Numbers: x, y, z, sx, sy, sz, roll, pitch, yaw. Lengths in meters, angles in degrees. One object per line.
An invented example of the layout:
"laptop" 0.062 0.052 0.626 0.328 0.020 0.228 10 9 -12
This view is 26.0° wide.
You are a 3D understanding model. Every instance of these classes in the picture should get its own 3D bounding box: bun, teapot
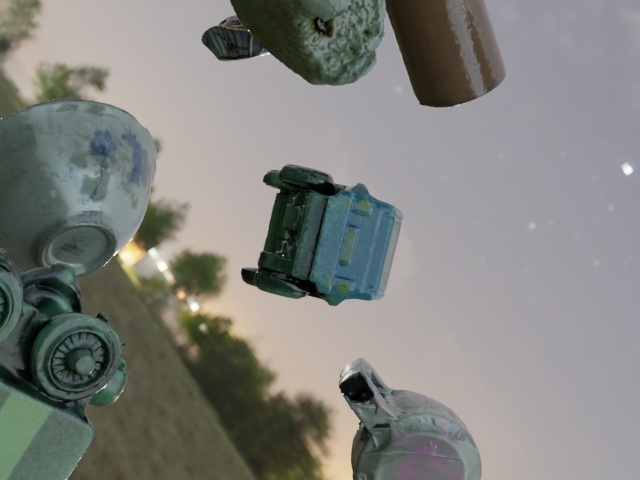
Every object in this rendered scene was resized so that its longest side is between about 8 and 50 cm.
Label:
"bun" -0.004 -0.272 1.517 0.204 0.126 0.212 42 -16 -2
"teapot" 0.092 0.265 1.823 0.221 0.163 0.178 27 9 -11

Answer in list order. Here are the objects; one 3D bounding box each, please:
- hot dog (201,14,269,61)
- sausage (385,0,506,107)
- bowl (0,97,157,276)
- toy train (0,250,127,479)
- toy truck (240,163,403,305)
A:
"hot dog" -0.049 -0.326 2.106 0.162 0.270 0.082 -2 -78 58
"sausage" 0.138 -0.301 1.714 0.253 0.123 0.123 69 -11 -24
"bowl" -0.357 -0.037 1.942 0.146 0.313 0.313 62 -2 37
"toy train" -0.341 0.117 1.371 0.299 0.238 0.167 34 0 -32
"toy truck" 0.000 0.000 1.680 0.156 0.155 0.279 14 -1 -8
